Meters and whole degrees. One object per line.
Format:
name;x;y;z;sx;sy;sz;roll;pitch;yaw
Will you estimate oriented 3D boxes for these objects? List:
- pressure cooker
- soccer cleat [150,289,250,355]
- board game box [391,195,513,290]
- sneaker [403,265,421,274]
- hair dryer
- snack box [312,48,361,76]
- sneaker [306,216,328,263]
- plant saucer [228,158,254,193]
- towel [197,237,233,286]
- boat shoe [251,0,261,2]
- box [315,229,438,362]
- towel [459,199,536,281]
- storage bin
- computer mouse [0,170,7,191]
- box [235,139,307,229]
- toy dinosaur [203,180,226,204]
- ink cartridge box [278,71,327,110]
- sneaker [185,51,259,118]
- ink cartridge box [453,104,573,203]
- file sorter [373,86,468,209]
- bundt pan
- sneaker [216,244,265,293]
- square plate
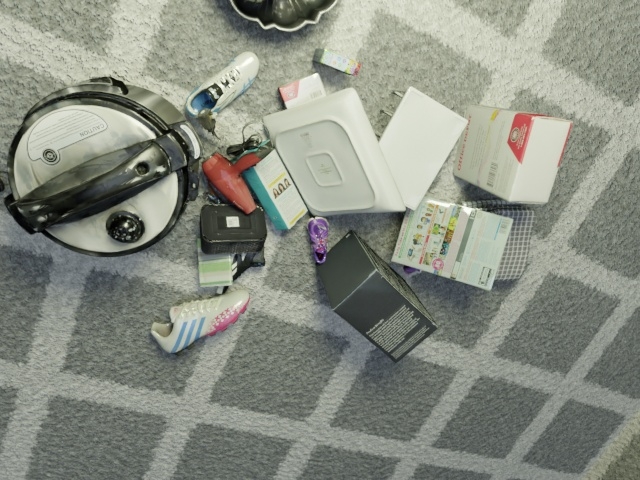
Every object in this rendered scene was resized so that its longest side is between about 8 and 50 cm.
pressure cooker;-0.472;-0.166;1.005;0.376;0.420;0.369;21;108;-18
soccer cleat;-0.382;0.237;1.364;0.331;0.116;0.143;-34;116;5
board game box;0.396;0.000;1.329;0.303;0.097;0.224;17;97;14
sneaker;0.349;0.008;1.433;0.104;0.095;0.236;40;96;-17
hair dryer;-0.223;-0.189;1.139;0.224;0.080;0.293;23;140;24
snack box;0.039;-0.466;1.131;0.100;0.141;0.037;14;110;-17
sneaker;0.000;0.000;1.344;0.068;0.071;0.170;-11;129;-1
plant saucer;-0.232;-0.187;1.263;0.119;0.021;0.119;-4;114;-10
towel;-0.315;0.062;1.301;0.113;0.023;0.152;-5;85;18
boat shoe;-0.125;-0.743;0.828;0.156;0.187;0.500;-15;120;-10
box;0.160;0.164;1.345;0.183;0.296;0.294;-43;113;9
towel;0.582;0.006;1.457;0.235;0.121;0.283;-2;113;-12
storage bin;-0.252;-0.033;1.247;0.180;0.122;0.084;-1;153;-20
computer mouse;-0.781;-0.172;1.147;0.193;0.042;0.106;4;111;-13
box;-0.136;-0.156;1.249;0.100;0.060;0.244;-48;121;-36
toy dinosaur;-0.300;-0.120;1.271;0.082;0.047;0.090;14;100;-36
ink cartridge box;-0.028;-0.351;1.209;0.115;0.067;0.198;-22;114;-1
sneaker;-0.253;-0.401;1.133;0.237;0.086;0.085;-39;113;5
ink cartridge box;0.525;-0.255;1.230;0.131;0.306;0.226;1;113;-13
file sorter;0.234;-0.269;1.238;0.193;0.173;0.277;23;106;-19
bundt pan;-0.097;-0.672;1.025;0.331;0.124;0.330;-4;113;-9
sneaker;-0.238;0.085;1.347;0.121;0.079;0.216;18;107;-17
square plate;0.019;-0.201;1.161;0.049;0.347;0.344;-48;121;-34
